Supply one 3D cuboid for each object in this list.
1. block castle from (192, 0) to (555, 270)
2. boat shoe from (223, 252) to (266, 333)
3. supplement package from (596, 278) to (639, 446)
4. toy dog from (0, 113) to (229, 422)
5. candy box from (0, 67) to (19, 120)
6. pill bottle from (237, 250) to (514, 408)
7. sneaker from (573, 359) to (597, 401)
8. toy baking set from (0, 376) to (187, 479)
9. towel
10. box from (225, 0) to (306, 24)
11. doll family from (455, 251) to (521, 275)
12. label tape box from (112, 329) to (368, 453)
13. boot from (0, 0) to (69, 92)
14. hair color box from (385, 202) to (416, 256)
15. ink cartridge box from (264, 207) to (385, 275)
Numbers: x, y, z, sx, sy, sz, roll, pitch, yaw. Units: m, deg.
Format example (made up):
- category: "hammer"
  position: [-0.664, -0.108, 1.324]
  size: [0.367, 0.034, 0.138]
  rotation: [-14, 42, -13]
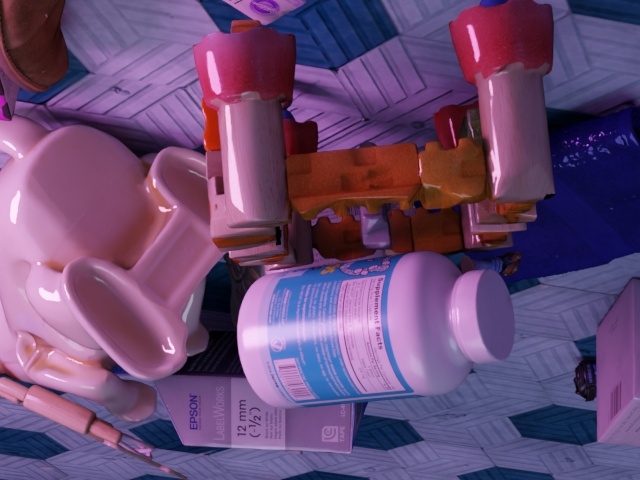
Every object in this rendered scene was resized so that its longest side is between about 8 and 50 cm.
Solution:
- category: "block castle"
  position: [0.050, -0.104, 1.342]
  size: [0.303, 0.213, 0.453]
  rotation: [-6, 173, 2]
- category: "boat shoe"
  position: [-0.053, 0.036, 1.848]
  size: [0.116, 0.123, 0.324]
  rotation: [-23, 148, -17]
- category: "supplement package"
  position: [0.535, 0.181, 1.922]
  size: [0.292, 0.175, 0.177]
  rotation: [7, 152, -3]
- category: "toy dog"
  position: [-0.312, 0.055, 1.737]
  size: [0.395, 0.285, 0.408]
  rotation: [31, 147, -11]
- category: "candy box"
  position: [-0.399, -0.215, 1.447]
  size: [0.159, 0.071, 0.233]
  rotation: [6, 152, 1]
- category: "pill bottle"
  position: [0.058, 0.090, 1.455]
  size: [0.264, 0.146, 0.146]
  rotation: [-9, 150, 29]
- category: "sneaker"
  position: [0.421, 0.198, 2.107]
  size: [0.084, 0.058, 0.152]
  rotation: [1, 160, -10]
- category: "toy baking set"
  position: [-0.283, 0.223, 1.754]
  size: [0.256, 0.030, 0.197]
  rotation: [22, 170, 12]
- category: "towel"
  position: [0.282, -0.052, 1.643]
  size: [0.308, 0.076, 0.227]
  rotation: [-17, 138, 38]
- category: "box"
  position: [-0.144, -0.296, 1.248]
  size: [0.324, 0.067, 0.063]
  rotation: [27, 147, -37]
- category: "doll family"
  position: [0.137, 0.053, 1.564]
  size: [0.193, 0.076, 0.111]
  rotation: [-10, 172, 39]
- category: "label tape box"
  position: [-0.112, 0.209, 2.039]
  size: [0.347, 0.115, 0.249]
  rotation: [0, -170, 7]
- category: "boot"
  position: [-0.258, -0.242, 1.342]
  size: [0.115, 0.112, 0.305]
  rotation: [-5, 151, -2]
- category: "hair color box"
  position: [0.110, 0.007, 1.802]
  size: [0.093, 0.053, 0.167]
  rotation: [4, 152, 5]
- category: "ink cartridge box"
  position: [0.000, 0.000, 1.626]
  size: [0.127, 0.175, 0.072]
  rotation: [-11, -172, -22]
